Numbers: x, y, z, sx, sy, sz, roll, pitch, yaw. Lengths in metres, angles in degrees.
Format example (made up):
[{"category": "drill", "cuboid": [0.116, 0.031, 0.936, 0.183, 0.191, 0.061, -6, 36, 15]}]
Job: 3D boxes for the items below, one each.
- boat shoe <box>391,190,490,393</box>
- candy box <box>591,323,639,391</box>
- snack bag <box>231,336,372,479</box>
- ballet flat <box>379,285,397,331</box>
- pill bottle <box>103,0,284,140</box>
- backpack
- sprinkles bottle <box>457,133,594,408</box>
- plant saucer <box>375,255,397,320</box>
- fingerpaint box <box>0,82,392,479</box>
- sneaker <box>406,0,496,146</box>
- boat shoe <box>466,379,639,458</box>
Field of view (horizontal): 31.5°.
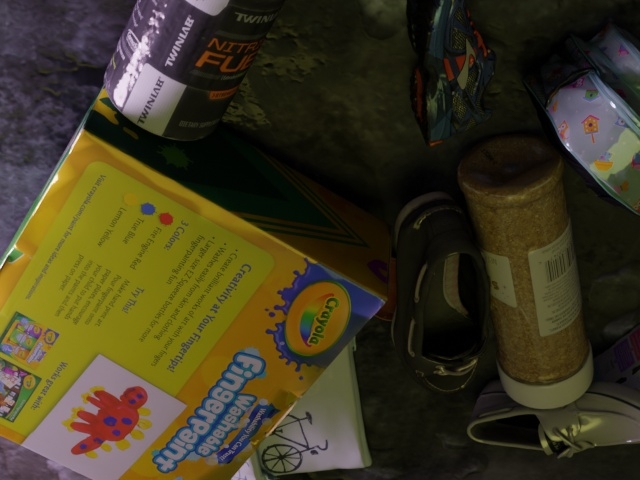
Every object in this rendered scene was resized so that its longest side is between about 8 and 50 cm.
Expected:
[{"category": "boat shoe", "cuboid": [0.146, 0.093, 1.345, 0.112, 0.095, 0.335, -19, 134, -8]}, {"category": "candy box", "cuboid": [0.470, 0.180, 1.509, 0.165, 0.070, 0.196, 32, 122, -24]}, {"category": "snack bag", "cuboid": [-0.103, 0.238, 1.566, 0.343, 0.037, 0.323, -6, 129, 3]}, {"category": "ballet flat", "cuboid": [0.132, 0.050, 1.419, 0.057, 0.049, 0.173, 47, 121, 14]}, {"category": "pill bottle", "cuboid": [-0.113, -0.228, 1.120, 0.130, 0.130, 0.245, 21, 126, -17]}, {"category": "backpack", "cuboid": [0.314, -0.123, 1.179, 0.166, 0.188, 0.144, 37, 120, -27]}, {"category": "sprinkles bottle", "cuboid": [0.251, 0.044, 1.360, 0.121, 0.121, 0.355, -11, 128, 8]}, {"category": "plant saucer", "cuboid": [0.085, 0.058, 1.410, 0.083, 0.013, 0.083, 8, 107, 28]}, {"category": "fingerpaint box", "cuboid": [-0.191, 0.082, 1.327, 0.371, 0.163, 0.445, 29, 122, -14]}, {"category": "sneaker", "cuboid": [0.141, -0.204, 1.191, 0.087, 0.083, 0.221, -13, 135, -8]}, {"category": "boat shoe", "cuboid": [0.312, 0.237, 1.468, 0.267, 0.088, 0.096, 3, 131, 37]}]
